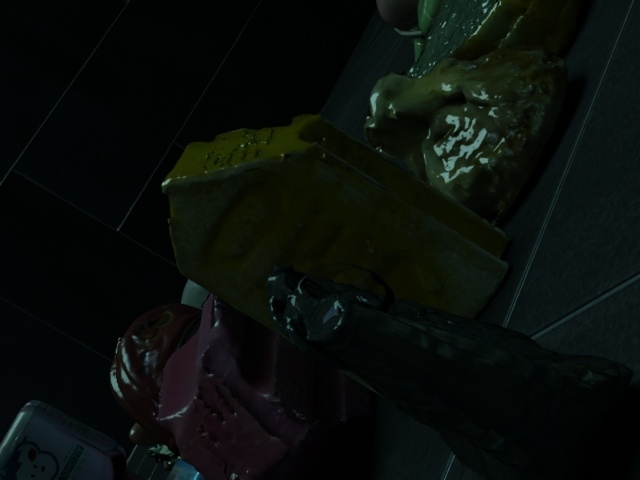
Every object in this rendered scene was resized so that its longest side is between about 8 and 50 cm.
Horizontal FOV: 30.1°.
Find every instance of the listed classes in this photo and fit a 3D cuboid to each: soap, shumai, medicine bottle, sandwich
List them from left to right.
[{"bbox_3d":[-0.288,0.280,1.394,0.119,0.188,0.094,-61,6,-3],"label":"medicine bottle"},{"bbox_3d":[-0.045,0.129,1.050,0.112,0.182,0.289,-56,12,15],"label":"soap"},{"bbox_3d":[0.000,0.000,0.938,0.160,0.257,0.080,-56,8,25],"label":"soap"},{"bbox_3d":[0.111,-0.094,1.043,0.209,0.153,0.161,-60,-1,17],"label":"shumai"},{"bbox_3d":[0.194,-0.244,1.276,0.271,0.099,0.301,-49,11,53],"label":"sandwich"}]

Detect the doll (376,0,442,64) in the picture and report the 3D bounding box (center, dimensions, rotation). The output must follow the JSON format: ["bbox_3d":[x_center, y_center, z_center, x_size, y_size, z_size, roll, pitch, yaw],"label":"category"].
[{"bbox_3d":[0.185,-0.402,1.800,0.284,0.216,0.268,82,-168,-75],"label":"doll"}]

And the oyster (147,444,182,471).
[{"bbox_3d":[-0.187,0.269,1.855,0.198,0.092,0.259,-57,-2,15],"label":"oyster"}]

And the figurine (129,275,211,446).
[{"bbox_3d":[-0.165,0.158,1.713,0.193,0.154,0.421,116,168,-47],"label":"figurine"}]

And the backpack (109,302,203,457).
[{"bbox_3d":[-0.158,0.173,1.497,0.139,0.229,0.229,-57,6,42],"label":"backpack"}]

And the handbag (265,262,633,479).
[{"bbox_3d":[0.052,0.064,0.647,0.088,0.175,0.270,-62,7,-3],"label":"handbag"}]

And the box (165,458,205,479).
[{"bbox_3d":[-0.150,0.329,1.337,0.142,0.083,0.232,-60,8,-15],"label":"box"}]
